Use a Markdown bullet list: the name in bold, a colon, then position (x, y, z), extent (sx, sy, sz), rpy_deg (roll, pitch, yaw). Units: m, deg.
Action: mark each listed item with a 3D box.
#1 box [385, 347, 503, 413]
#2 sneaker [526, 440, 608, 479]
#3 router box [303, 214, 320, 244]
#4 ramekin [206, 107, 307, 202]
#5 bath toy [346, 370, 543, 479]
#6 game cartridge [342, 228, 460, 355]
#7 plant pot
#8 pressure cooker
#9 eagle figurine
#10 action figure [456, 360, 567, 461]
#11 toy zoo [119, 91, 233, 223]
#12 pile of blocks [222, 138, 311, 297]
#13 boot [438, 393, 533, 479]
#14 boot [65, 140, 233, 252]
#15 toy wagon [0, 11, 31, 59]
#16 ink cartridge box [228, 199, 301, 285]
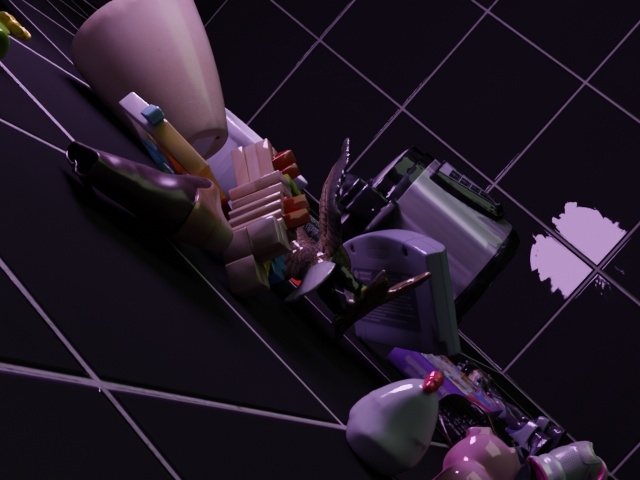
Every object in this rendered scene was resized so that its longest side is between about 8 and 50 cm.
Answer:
- **box**: position (0.243, 0.278, 1.961), extent (0.201, 0.057, 0.293), rpy_deg (42, 5, 18)
- **sneaker**: position (0.398, 0.389, 1.599), extent (0.252, 0.111, 0.103), rpy_deg (65, 1, -58)
- **router box**: position (-0.039, -0.010, 2.094), extent (0.092, 0.038, 0.122), rpy_deg (39, -28, -17)
- **ramekin**: position (-0.173, -0.162, 2.165), extent (0.277, 0.135, 0.277), rpy_deg (41, 5, -5)
- **bath toy**: position (0.188, 0.278, 1.147), extent (0.348, 0.129, 0.151), rpy_deg (41, 5, 3)
- **game cartridge**: position (0.127, 0.081, 1.721), extent (0.062, 0.198, 0.297), rpy_deg (-8, 6, -27)
- **plant pot**: position (-0.285, -0.278, 1.891), extent (0.274, 0.256, 0.256), rpy_deg (60, 10, 16)
- **pressure cooker**: position (0.194, -0.008, 2.342), extent (0.420, 0.375, 0.370), rpy_deg (41, -38, 3)
- **eagle figurine**: position (0.001, 0.005, 1.646), extent (0.298, 0.226, 0.225), rpy_deg (62, -22, 23)
- **action figure**: position (0.372, 0.350, 2.153), extent (0.285, 0.099, 0.185), rpy_deg (40, 10, 35)
- **toy zoo**: position (-0.207, -0.107, 1.546), extent (0.192, 0.030, 0.293), rpy_deg (44, -12, 28)
- **pile of blocks**: position (-0.058, -0.028, 1.499), extent (0.362, 0.113, 0.149), rpy_deg (-90, 156, -58)
- **boot**: position (0.261, 0.337, 1.608), extent (0.219, 0.082, 0.106), rpy_deg (50, -7, 48)
- **boot**: position (-0.225, -0.076, 1.297), extent (0.207, 0.090, 0.248), rpy_deg (32, 1, -28)
- **toy wagon**: position (-0.521, -0.329, 1.360), extent (0.267, 0.068, 0.344), rpy_deg (44, 5, 25)
- **ink cartridge box**: position (-0.092, -0.009, 1.929), extent (0.189, 0.066, 0.232), rpy_deg (41, 1, -11)
